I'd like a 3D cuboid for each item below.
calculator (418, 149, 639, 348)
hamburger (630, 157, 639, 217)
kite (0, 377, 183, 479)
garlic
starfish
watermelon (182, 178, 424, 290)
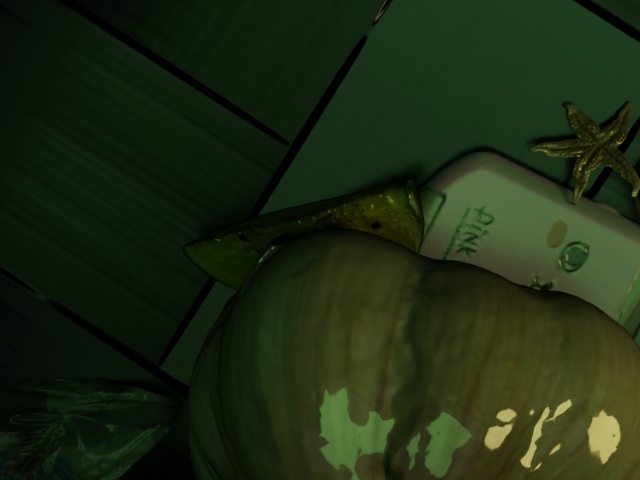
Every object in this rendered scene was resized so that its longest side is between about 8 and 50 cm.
[{"bbox_3d":[0.170,0.035,0.871,0.246,0.045,0.141,27,97,1],"label":"calculator"},{"bbox_3d":[0.259,-0.036,0.846,0.083,0.044,0.076,7,57,-4],"label":"hamburger"},{"bbox_3d":[-0.207,0.175,0.796,0.169,0.310,0.015,2,119,12],"label":"kite"},{"bbox_3d":[0.061,0.135,0.784,0.322,0.322,0.241,29,73,2],"label":"garlic"},{"bbox_3d":[0.197,-0.065,0.854,0.086,0.016,0.092,-33,60,-11],"label":"starfish"},{"bbox_3d":[0.004,0.009,0.854,0.182,0.092,0.075,-14,94,26],"label":"watermelon"}]
